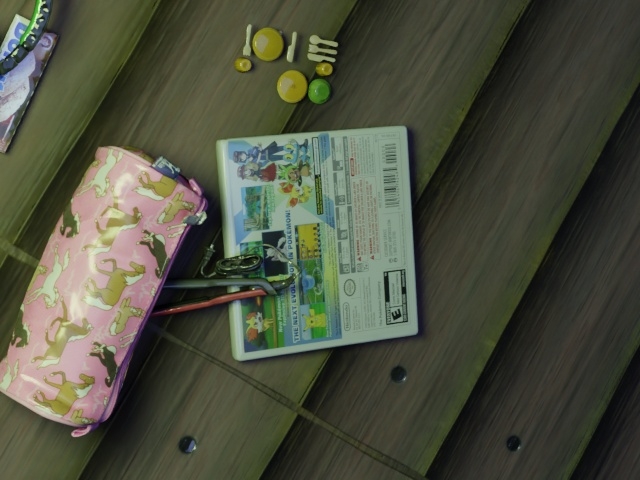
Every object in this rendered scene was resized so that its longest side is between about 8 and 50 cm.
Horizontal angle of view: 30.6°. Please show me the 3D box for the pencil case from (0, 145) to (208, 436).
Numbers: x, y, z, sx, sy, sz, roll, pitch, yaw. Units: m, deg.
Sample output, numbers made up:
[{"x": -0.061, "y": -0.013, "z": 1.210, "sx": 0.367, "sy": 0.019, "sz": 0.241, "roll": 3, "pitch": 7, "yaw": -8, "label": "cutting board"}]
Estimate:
[{"x": -0.297, "y": 0.064, "z": 1.585, "sx": 0.160, "sy": 0.167, "sz": 0.386, "roll": 29, "pitch": 84, "yaw": -45, "label": "pencil case"}]

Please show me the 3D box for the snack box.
[{"x": -0.421, "y": -0.212, "z": 1.582, "sx": 0.064, "sy": 0.022, "sz": 0.178, "roll": 25, "pitch": 86, "yaw": -20, "label": "snack box"}]

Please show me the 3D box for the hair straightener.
[{"x": -0.143, "y": 0.049, "z": 1.674, "sx": 0.230, "sy": 0.047, "sz": 0.089, "roll": -9, "pitch": 98, "yaw": -1, "label": "hair straightener"}]

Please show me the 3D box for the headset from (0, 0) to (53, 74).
[{"x": -0.512, "y": -0.264, "z": 1.452, "sx": 0.394, "sy": 0.185, "sz": 0.243, "roll": -44, "pitch": 108, "yaw": -4, "label": "headset"}]

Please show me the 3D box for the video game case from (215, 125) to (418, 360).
[{"x": 0.000, "y": 0.000, "z": 1.763, "sx": 0.300, "sy": 0.036, "sz": 0.329, "roll": -6, "pitch": 98, "yaw": -21, "label": "video game case"}]

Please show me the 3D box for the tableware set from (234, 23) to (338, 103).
[{"x": -0.050, "y": -0.257, "z": 1.727, "sx": 0.154, "sy": 0.024, "sz": 0.104, "roll": 6, "pitch": 96, "yaw": -23, "label": "tableware set"}]
